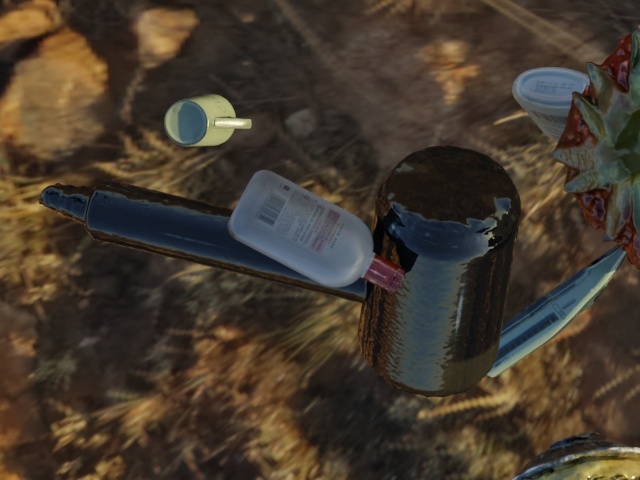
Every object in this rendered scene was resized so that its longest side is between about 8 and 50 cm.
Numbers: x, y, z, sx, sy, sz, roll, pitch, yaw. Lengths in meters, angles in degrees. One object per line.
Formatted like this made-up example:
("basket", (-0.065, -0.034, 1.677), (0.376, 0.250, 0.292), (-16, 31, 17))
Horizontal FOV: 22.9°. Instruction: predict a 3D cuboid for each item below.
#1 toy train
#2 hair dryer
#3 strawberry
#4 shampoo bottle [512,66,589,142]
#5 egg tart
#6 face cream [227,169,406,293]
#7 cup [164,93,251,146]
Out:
("toy train", (0.275, 0.080, 1.822), (0.252, 0.055, 0.048), (-41, 83, 39))
("hair dryer", (-0.025, -0.009, 0.793), (0.248, 0.070, 0.114), (16, 136, 11))
("strawberry", (0.421, -0.095, 1.674), (0.292, 0.343, 0.292), (1, 92, 36))
("shampoo bottle", (0.302, -0.139, 1.831), (0.108, 0.221, 0.051), (7, 77, 28))
("egg tart", (0.241, 0.250, 1.430), (0.234, 0.094, 0.234), (-6, 137, -5))
("face cream", (0.000, 0.000, 0.730), (0.083, 0.040, 0.021), (28, 147, -1))
("cup", (-0.116, -0.117, 1.615), (0.075, 0.083, 0.054), (32, 103, 8))
